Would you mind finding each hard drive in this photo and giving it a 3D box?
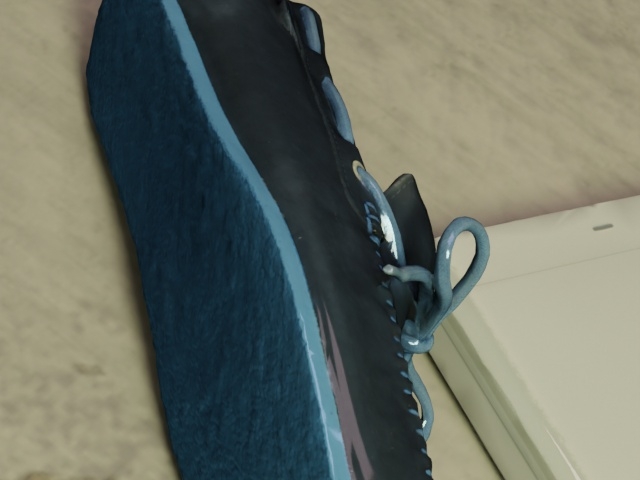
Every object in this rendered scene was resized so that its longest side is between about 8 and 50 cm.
[{"bbox_3d":[0.186,0.112,0.841,0.203,0.040,0.307,-11,57,-33],"label":"hard drive"}]

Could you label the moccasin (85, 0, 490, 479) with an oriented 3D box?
[{"bbox_3d":[0.000,0.000,0.784,0.116,0.138,0.342,5,50,-28],"label":"moccasin"}]
